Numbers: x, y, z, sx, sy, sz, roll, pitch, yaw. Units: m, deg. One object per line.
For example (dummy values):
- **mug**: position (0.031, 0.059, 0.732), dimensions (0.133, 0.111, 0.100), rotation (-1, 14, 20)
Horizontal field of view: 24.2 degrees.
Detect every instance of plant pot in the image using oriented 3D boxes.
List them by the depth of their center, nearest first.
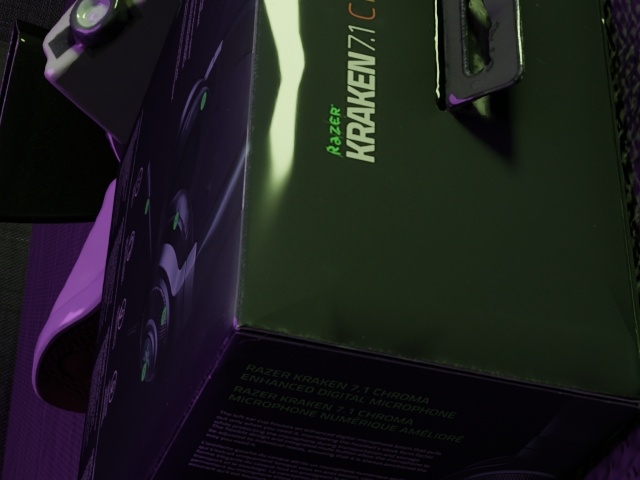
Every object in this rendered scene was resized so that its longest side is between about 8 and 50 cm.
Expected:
- **plant pot**: position (-0.249, -0.112, 1.530), dimensions (0.188, 0.167, 0.187), rotation (-132, 55, -73)

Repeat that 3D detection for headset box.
- **headset box**: position (0.000, 0.000, 0.572), dimensions (0.283, 0.131, 0.246), rotation (120, 157, -51)

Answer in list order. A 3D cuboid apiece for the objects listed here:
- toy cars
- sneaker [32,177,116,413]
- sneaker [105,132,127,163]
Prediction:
- **toy cars**: position (-0.050, -0.233, 0.821), dimensions (0.087, 0.176, 0.393), rotation (54, 136, 38)
- **sneaker**: position (-0.138, 0.024, 1.164), dimensions (0.290, 0.106, 0.123), rotation (-52, 25, 39)
- **sneaker**: position (-0.109, -0.170, 1.186), dimensions (0.108, 0.100, 0.271), rotation (-137, 59, -67)
